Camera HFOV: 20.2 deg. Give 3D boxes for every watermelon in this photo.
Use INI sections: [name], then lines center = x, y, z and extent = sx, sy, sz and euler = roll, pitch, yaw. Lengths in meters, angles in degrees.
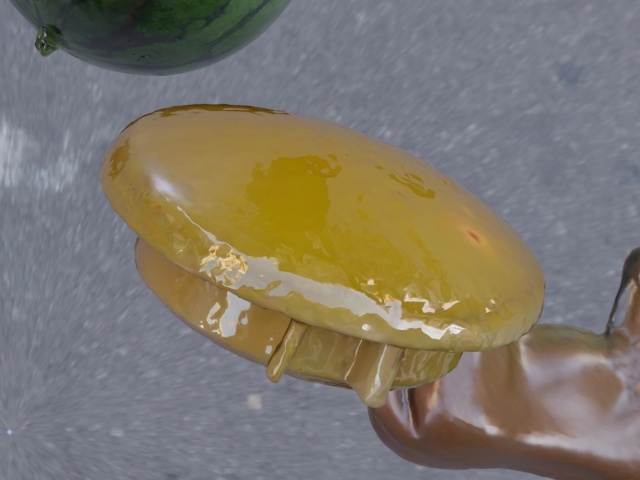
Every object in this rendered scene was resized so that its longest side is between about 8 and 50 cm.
[watermelon]
center = -0.116, -0.232, 1.228
extent = 0.242, 0.242, 0.242
euler = 1, 84, -10

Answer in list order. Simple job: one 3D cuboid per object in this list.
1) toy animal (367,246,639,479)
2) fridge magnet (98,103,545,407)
[toy animal]
center = 0.119, 0.074, 0.840
extent = 0.312, 0.097, 0.157
euler = 17, 57, -18
[fridge magnet]
center = 0.000, 0.000, 0.556
extent = 0.143, 0.143, 0.063
euler = 16, 109, -8
